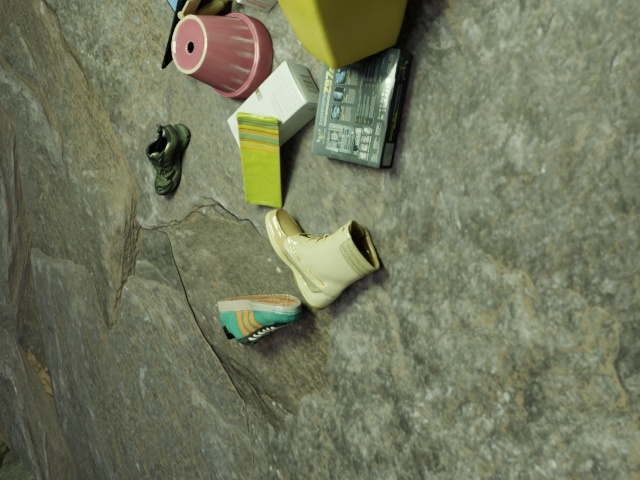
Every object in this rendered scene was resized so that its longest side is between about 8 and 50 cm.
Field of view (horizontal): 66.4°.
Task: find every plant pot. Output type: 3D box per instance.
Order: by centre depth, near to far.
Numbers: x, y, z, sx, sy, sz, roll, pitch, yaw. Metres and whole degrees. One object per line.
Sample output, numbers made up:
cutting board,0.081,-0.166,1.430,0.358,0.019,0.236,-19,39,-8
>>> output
plant pot,0.038,-0.448,0.908,0.212,0.212,0.187,52,163,45
plant pot,-0.245,-0.454,1.179,0.201,0.180,0.202,5,99,37

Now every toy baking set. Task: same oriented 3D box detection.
toy baking set,-0.228,-0.597,1.157,0.030,0.256,0.196,49,150,-13

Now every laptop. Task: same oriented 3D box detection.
laptop,-0.376,-0.623,1.246,0.136,0.265,0.234,29,142,-10

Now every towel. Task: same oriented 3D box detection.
towel,-0.143,-0.184,1.157,0.102,0.021,0.238,11,128,14

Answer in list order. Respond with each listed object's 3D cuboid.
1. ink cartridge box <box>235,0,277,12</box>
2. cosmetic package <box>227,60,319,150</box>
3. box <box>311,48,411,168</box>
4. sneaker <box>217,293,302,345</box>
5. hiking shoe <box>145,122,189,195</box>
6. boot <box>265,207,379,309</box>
ink cartridge box,-0.134,-0.594,1.122,0.180,0.104,0.060,-35,77,36
cosmetic package,-0.109,-0.299,1.153,0.231,0.085,0.118,-34,76,35
box,0.079,-0.280,1.022,0.183,0.059,0.233,18,107,34
sneaker,-0.150,0.204,1.242,0.302,0.108,0.121,-7,92,47
hiking shoe,-0.465,-0.236,1.421,0.086,0.114,0.227,34,115,30
boot,0.000,0.000,1.097,0.203,0.095,0.262,-39,73,35
